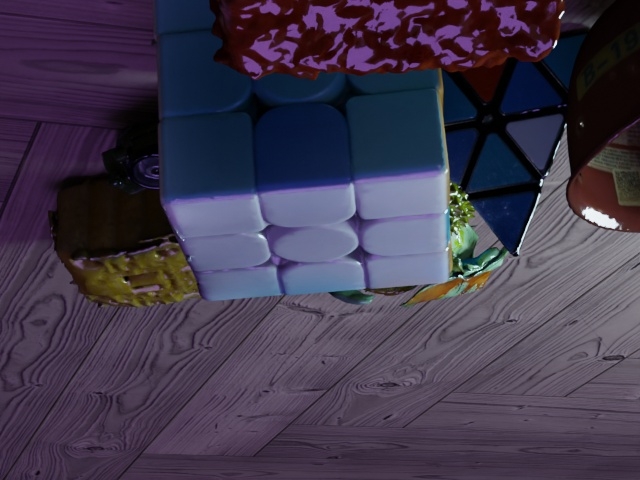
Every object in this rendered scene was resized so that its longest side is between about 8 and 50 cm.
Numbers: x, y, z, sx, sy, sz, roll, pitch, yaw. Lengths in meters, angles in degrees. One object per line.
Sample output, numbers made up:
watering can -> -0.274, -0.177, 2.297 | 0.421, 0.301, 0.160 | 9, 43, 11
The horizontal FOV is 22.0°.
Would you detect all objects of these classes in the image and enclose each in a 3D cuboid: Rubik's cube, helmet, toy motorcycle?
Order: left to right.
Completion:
toy motorcycle -> -0.133, -0.085, 2.069 | 0.205, 0.127, 0.275 | -18, 151, 23
Rubik's cube -> -0.014, -0.125, 1.770 | 0.290, 0.291, 0.291 | -5, 157, 3
Rubik's cube -> 0.246, -0.164, 2.037 | 0.250, 0.284, 0.234 | -44, 170, 8
helmet -> 0.422, -0.186, 1.784 | 0.337, 0.230, 0.385 | 10, 145, -35

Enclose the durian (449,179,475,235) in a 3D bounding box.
durian -> 0.114, -0.081, 2.073 | 0.198, 0.159, 0.146 | 0, 170, -26

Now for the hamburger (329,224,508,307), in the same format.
hamburger -> 0.098, -0.012, 2.238 | 0.276, 0.150, 0.260 | -1, -162, -25

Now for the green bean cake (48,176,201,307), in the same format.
green bean cake -> -0.240, 0.003, 2.255 | 0.230, 0.131, 0.224 | -7, 156, 5

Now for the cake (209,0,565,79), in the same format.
cake -> 0.048, -0.312, 1.229 | 0.270, 0.269, 0.319 | -2, 122, -7
